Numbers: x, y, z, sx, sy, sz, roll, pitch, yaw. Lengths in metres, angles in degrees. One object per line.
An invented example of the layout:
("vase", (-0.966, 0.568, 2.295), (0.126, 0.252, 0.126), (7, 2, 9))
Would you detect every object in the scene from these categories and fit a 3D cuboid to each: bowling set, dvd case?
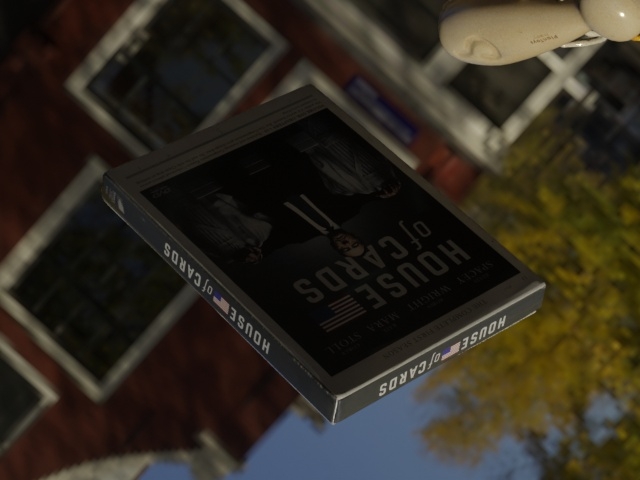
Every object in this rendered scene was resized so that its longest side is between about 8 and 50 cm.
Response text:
("bowling set", (0.094, -0.258, 1.059), (0.287, 0.200, 0.154), (37, 154, -34))
("dvd case", (0.000, 0.000, 1.128), (0.179, 0.030, 0.238), (-26, -127, -32))
